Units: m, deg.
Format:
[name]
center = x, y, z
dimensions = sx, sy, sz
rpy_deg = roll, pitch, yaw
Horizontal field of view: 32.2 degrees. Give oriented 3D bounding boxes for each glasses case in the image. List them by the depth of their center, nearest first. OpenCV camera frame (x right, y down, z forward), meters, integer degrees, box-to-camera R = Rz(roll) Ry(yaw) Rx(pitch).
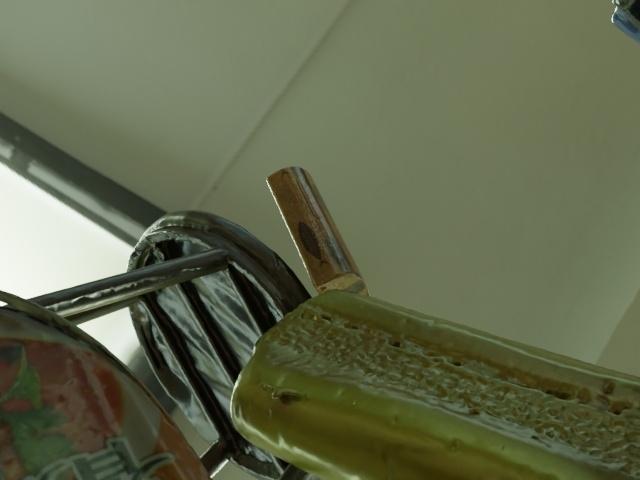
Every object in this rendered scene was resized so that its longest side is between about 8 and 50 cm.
[glasses case]
center = 0.000, 0.000, 1.015
dimensions = 0.041, 0.064, 0.170
rpy_deg = -31, -140, 4

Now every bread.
[bread]
center = 0.111, 0.145, 0.796
dimensions = 0.384, 0.112, 0.166
rpy_deg = 15, -140, 34

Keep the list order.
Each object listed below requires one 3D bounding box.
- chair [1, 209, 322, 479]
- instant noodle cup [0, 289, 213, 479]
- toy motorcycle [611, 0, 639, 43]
[chair]
center = -0.210, 0.186, 0.985
dimensions = 0.410, 0.362, 0.364
rpy_deg = -33, -85, -37
[instant noodle cup]
center = -0.196, 0.188, 0.459
dimensions = 0.297, 0.214, 0.296
rpy_deg = 16, -135, -17
[toy motorcycle]
center = 0.376, -0.177, 0.825
dimensions = 0.359, 0.125, 0.212
rpy_deg = -21, -109, -24
